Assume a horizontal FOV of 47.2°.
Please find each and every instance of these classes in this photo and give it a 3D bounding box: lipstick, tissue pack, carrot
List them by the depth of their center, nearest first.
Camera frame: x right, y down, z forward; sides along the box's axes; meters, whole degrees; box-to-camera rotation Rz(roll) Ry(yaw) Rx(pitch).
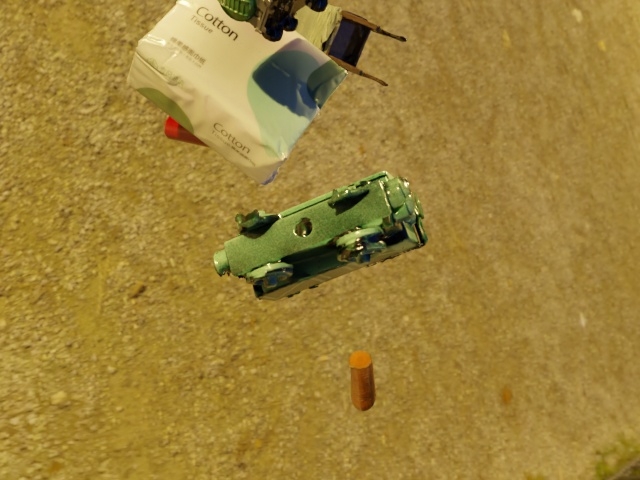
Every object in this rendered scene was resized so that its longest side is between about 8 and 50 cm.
[{"bbox_3d":[-0.164,-0.324,1.472,0.356,0.194,0.266,37,61,-8],"label":"tissue pack"},{"bbox_3d":[-0.214,-0.235,1.641,0.073,0.279,0.073,14,90,-74],"label":"lipstick"},{"bbox_3d":[0.105,0.358,1.822,0.225,0.067,0.067,82,24,-49],"label":"carrot"}]

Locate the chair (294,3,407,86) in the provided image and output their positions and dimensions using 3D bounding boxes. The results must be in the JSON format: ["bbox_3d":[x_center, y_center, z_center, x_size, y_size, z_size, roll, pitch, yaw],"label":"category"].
[{"bbox_3d":[0.046,-0.549,1.985,0.186,0.319,0.160,2,115,-55],"label":"chair"}]

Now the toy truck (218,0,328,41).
[{"bbox_3d":[-0.064,-0.443,1.267,0.125,0.101,0.242,41,53,10],"label":"toy truck"}]

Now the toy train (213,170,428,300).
[{"bbox_3d":[0.000,0.000,0.925,0.154,0.269,0.115,22,49,-68],"label":"toy train"}]
